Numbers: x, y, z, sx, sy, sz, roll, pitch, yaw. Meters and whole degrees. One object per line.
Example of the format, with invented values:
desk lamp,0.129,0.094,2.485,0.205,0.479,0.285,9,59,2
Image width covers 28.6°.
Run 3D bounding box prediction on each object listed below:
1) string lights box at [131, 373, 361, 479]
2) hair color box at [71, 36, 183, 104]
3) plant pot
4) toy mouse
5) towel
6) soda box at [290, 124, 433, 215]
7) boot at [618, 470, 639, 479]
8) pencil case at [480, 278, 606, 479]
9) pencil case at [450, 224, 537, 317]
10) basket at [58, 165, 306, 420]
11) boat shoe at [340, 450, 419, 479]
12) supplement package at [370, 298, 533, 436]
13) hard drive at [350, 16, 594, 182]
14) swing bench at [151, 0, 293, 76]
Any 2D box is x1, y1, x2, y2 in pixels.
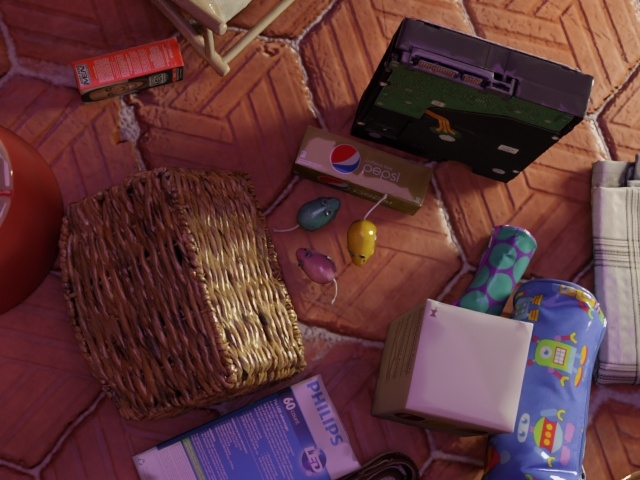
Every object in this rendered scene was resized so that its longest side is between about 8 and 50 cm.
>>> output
string lights box,-0.095,0.283,1.599,0.260,0.077,0.133,-22,84,-10
hair color box,-0.255,-0.225,1.671,0.141,0.072,0.043,-15,82,-8
plant pot,-0.458,-0.044,1.528,0.275,0.243,0.275,1,79,-6
toy mouse,0.000,0.000,1.666,0.143,0.031,0.161,14,98,10
towel,0.523,0.040,1.728,0.312,0.056,0.324,2,79,-6
soda box,0.055,-0.093,1.690,0.181,0.061,0.058,18,78,-4
boot,0.429,0.415,1.609,0.283,0.109,0.220,-26,94,-16
pencil case,0.289,0.202,1.600,0.133,0.119,0.306,8,62,12
pencil case,0.229,0.052,1.685,0.070,0.064,0.151,33,77,-17
basket,-0.183,0.072,1.618,0.213,0.223,0.299,-22,82,23
boat shoe,0.019,0.359,1.590,0.257,0.095,0.095,-43,87,-12
supplement package,0.158,0.165,1.565,0.139,0.244,0.133,13,79,-4
hard drive,0.178,-0.168,1.578,0.237,0.339,0.064,17,79,-3
swing bench,-0.135,-0.410,1.676,0.255,0.165,0.253,44,79,7
